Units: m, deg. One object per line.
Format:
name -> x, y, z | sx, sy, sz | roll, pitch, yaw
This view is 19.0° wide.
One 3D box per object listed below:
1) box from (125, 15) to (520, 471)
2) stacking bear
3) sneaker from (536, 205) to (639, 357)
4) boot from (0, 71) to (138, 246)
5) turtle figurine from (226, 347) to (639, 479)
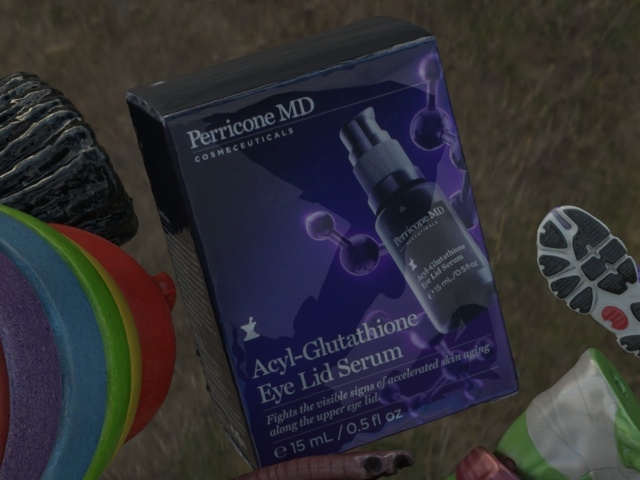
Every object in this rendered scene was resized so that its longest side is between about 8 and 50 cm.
box -> 0.000, 0.000, 1.025 | 0.153, 0.108, 0.207 | -19, 106, -11
stacking bear -> -0.152, 0.053, 0.838 | 0.164, 0.289, 0.175 | 40, 102, 11
sneaker -> 0.228, 0.030, 1.551 | 0.068, 0.170, 0.071 | -37, 31, 12
boot -> -0.214, 0.045, 1.116 | 0.260, 0.131, 0.348 | -21, 51, -19
turtle figurine -> 0.063, 0.191, 0.871 | 0.266, 0.274, 0.198 | -35, 112, 11
